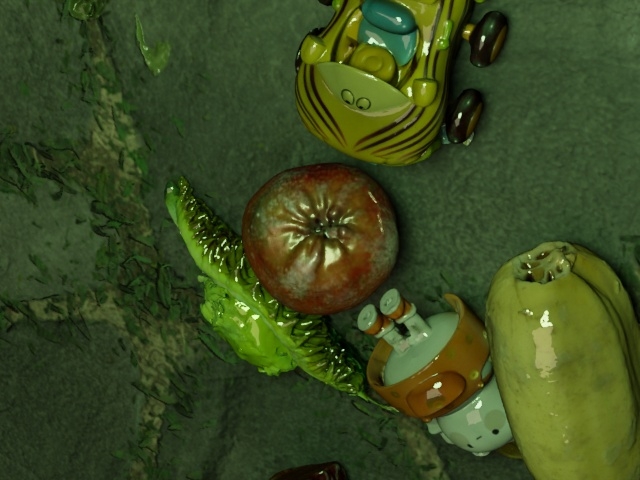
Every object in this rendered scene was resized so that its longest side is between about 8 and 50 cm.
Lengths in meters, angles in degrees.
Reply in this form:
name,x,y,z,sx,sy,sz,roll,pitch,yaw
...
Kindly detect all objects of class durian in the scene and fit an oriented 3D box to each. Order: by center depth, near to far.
name,x,y,z,sx,sy,sz,roll,pitch,yaw
durian,-0.059,0.081,1.792,0.375,0.106,0.132,47,131,3

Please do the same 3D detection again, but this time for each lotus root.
name,x,y,z,sx,sy,sz,roll,pitch,yaw
lotus root,0.263,0.165,1.632,0.151,0.169,0.342,-4,113,30

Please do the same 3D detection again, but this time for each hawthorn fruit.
name,x,y,z,sx,sy,sz,roll,pitch,yaw
hawthorn fruit,0.000,0.000,1.686,0.173,0.173,0.173,11,119,21

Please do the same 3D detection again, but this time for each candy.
name,x,y,z,sx,sy,sz,roll,pitch,yaw
candy,0.119,-0.117,1.651,0.083,0.020,0.030,23,123,12

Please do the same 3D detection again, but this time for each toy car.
name,x,y,z,sx,sy,sz,roll,pitch,yaw
toy car,0.064,-0.185,1.563,0.200,0.142,0.247,21,114,16

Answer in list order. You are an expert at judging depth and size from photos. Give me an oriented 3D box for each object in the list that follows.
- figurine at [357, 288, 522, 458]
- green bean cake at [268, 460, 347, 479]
name,x,y,z,sx,sy,sz,roll,pitch,yaw
figurine,0.148,0.151,1.719,0.143,0.143,0.271,-26,136,34
green bean cake,-0.037,0.338,1.833,0.097,0.233,0.198,-4,109,24
